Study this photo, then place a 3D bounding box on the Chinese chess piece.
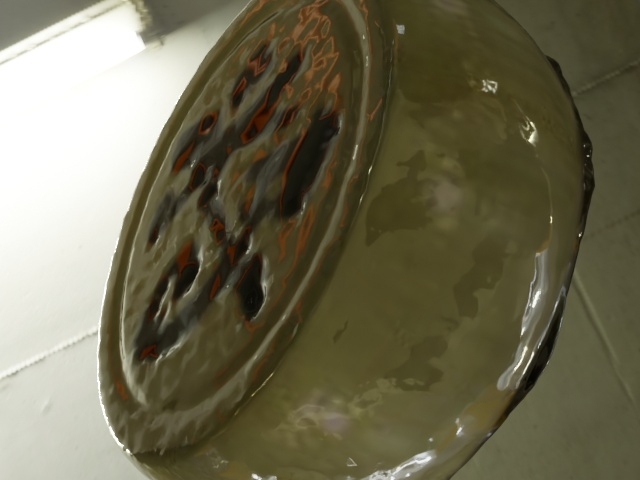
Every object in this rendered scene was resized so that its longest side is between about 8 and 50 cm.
[{"bbox_3d":[0.000,0.000,0.569,0.104,0.257,0.257,23,-82,-27],"label":"Chinese chess piece"}]
